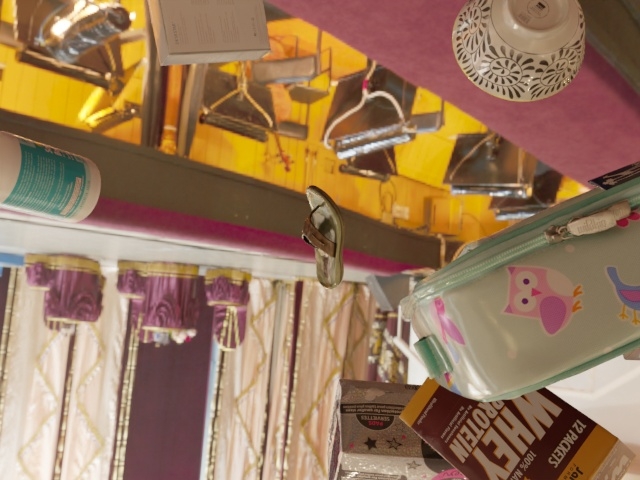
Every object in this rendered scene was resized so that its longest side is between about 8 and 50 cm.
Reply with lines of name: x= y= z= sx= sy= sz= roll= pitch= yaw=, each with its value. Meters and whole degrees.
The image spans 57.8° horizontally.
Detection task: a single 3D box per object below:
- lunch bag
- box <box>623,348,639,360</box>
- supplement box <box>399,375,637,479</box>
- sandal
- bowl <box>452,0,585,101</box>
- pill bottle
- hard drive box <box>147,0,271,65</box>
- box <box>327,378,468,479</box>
lunch bag: x=0.173 y=0.042 z=0.456 sx=0.224 sy=0.107 sz=0.279 roll=-21 pitch=166 yaw=1
box: x=0.455 y=0.047 z=0.673 sx=0.290 sy=0.169 sz=0.087 roll=1 pitch=171 yaw=-36
supplement box: x=0.235 y=0.231 z=0.683 sx=0.194 sy=0.129 sz=0.191 roll=35 pitch=179 yaw=40
sandal: x=0.001 y=0.002 z=1.547 sx=0.086 sy=0.302 sz=0.120 roll=-19 pitch=-155 yaw=-31
bowl: x=0.254 y=-0.266 z=0.711 sx=0.170 sy=0.170 sz=0.080 roll=4 pitch=167 yaw=2
pill bottle: x=-0.587 y=-0.128 z=1.151 sx=0.146 sy=0.146 sz=0.264 roll=0 pitch=171 yaw=32
hard drive box: x=-0.242 y=-0.485 z=1.258 sx=0.232 sy=0.181 sz=0.089 roll=-12 pitch=-174 yaw=-27
box: x=0.141 y=0.321 z=0.880 sx=0.247 sy=0.163 sz=0.142 roll=5 pitch=-145 yaw=-4
